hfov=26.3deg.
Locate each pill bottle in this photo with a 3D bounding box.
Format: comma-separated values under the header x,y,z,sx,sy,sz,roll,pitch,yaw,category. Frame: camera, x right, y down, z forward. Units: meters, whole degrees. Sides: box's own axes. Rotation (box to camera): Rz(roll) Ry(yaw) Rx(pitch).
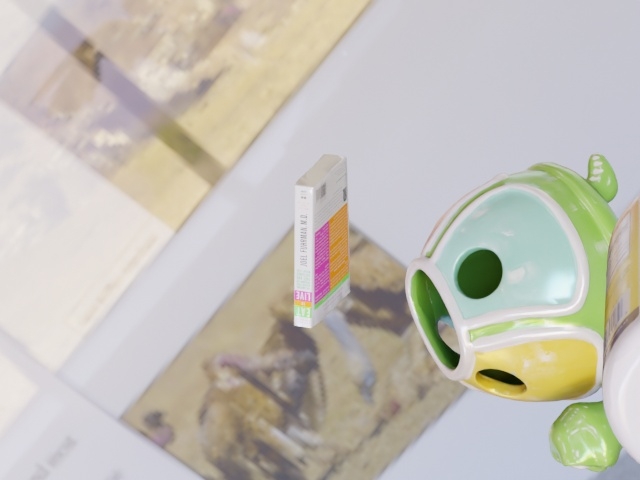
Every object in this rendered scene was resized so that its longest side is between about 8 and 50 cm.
x,y,z,sx,sy,sz,roll,pitch,yaw,category
0.219,0.035,0.764,0.117,0.117,0.215,-46,9,28,pill bottle

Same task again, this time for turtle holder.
x,y,z,sx,sy,sz,roll,pitch,yaw,category
0.232,0.083,1.462,0.227,0.320,0.243,-17,-2,-18,turtle holder

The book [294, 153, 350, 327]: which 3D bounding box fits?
x,y,z,sx,sy,sz,roll,pitch,yaw,category
0.000,0.000,1.317,0.096,0.035,0.144,-48,-38,-62,book
